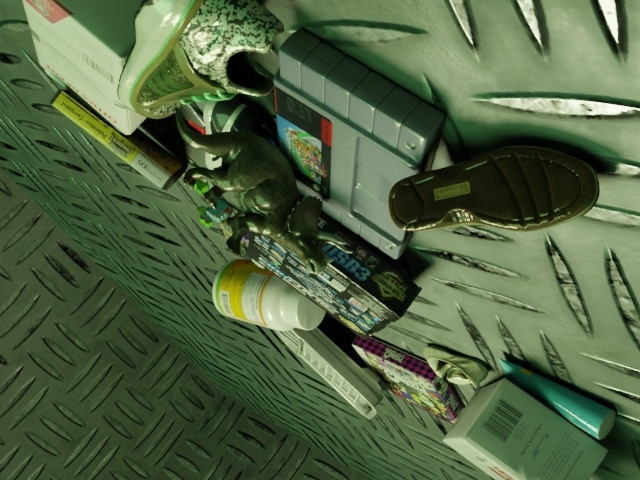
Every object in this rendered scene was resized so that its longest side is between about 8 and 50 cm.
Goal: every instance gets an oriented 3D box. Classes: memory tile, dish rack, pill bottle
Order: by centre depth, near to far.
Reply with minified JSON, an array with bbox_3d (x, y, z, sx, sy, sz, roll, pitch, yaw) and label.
[{"bbox_3d":[-0.110,0.124,1.716,0.245,0.136,0.136,10,146,39],"label":"pill bottle"},{"bbox_3d":[-0.166,0.015,1.779,0.148,0.012,0.113,34,159,15],"label":"memory tile"},{"bbox_3d":[0.025,0.287,1.874,0.333,0.072,0.285,43,166,11],"label":"dish rack"}]

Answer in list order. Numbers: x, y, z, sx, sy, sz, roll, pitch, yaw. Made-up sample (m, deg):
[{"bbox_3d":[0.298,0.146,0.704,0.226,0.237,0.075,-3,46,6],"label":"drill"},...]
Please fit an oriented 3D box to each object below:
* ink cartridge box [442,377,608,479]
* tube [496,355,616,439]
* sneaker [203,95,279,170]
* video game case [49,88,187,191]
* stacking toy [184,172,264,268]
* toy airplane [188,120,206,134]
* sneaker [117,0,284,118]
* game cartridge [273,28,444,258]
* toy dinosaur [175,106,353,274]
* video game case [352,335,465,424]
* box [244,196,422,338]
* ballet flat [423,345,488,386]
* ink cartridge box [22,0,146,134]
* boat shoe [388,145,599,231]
[{"bbox_3d":[0.380,0.388,1.395,0.271,0.130,0.309,35,169,10],"label":"ink cartridge box"},{"bbox_3d":[0.386,0.259,1.300,0.207,0.052,0.080,27,155,41],"label":"tube"},{"bbox_3d":[-0.125,-0.142,1.278,0.121,0.079,0.217,34,158,17],"label":"sneaker"},{"bbox_3d":[-0.371,-0.194,1.479,0.248,0.035,0.275,38,-175,-10],"label":"video game case"},{"bbox_3d":[-0.185,-0.047,1.636,0.221,0.052,0.167,35,158,16],"label":"stacking toy"},{"bbox_3d":[-0.197,-0.176,1.408,0.151,0.028,0.151,32,159,14],"label":"toy airplane"},{"bbox_3d":[-0.159,-0.233,1.061,0.182,0.158,0.410,36,162,-8],"label":"sneaker"},{"bbox_3d":[0.040,-0.116,1.088,0.230,0.068,0.355,30,158,13],"label":"game cartridge"},{"bbox_3d":[-0.097,-0.082,1.158,0.314,0.160,0.121,58,-170,-12],"label":"toy dinosaur"},{"bbox_3d":[0.201,0.311,1.730,0.232,0.042,0.210,20,154,41],"label":"video game case"},{"bbox_3d":[0.008,0.049,1.369,0.295,0.073,0.293,36,164,2],"label":"box"},{"bbox_3d":[0.246,0.241,1.490,0.057,0.052,0.168,50,158,-27],"label":"ballet flat"},{"bbox_3d":[-0.352,-0.320,1.239,0.207,0.117,0.283,39,160,0],"label":"ink cartridge box"},{"bbox_3d":[0.206,-0.059,0.905,0.257,0.095,0.095,0,94,42],"label":"boat shoe"}]
